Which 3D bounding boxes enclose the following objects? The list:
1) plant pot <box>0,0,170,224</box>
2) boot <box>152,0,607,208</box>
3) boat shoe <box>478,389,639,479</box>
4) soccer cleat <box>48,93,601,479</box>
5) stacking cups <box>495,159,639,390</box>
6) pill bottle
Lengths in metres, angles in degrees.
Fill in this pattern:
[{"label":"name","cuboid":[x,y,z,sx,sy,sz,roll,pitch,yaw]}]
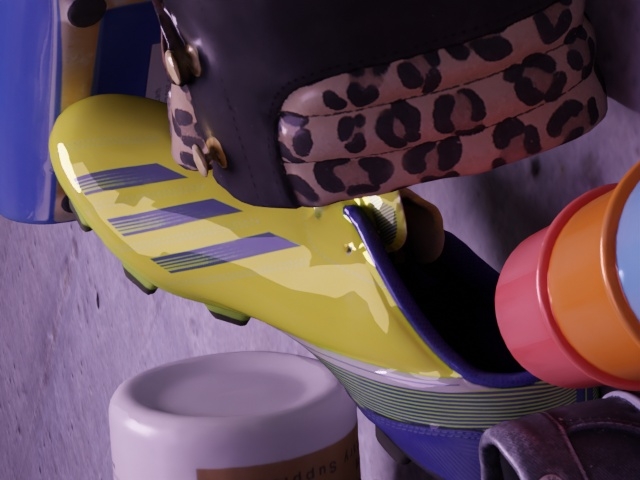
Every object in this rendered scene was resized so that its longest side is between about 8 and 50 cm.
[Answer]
[{"label":"plant pot","cuboid":[-0.095,-0.149,0.923,0.212,0.236,0.236,60,152,34]},{"label":"boot","cuboid":[-0.075,-0.155,0.675,0.138,0.377,0.284,-68,-32,-54]},{"label":"boat shoe","cuboid":[0.119,0.206,0.632,0.108,0.102,0.301,158,103,-71]},{"label":"soccer cleat","cuboid":[0.001,0.000,0.768,0.289,0.093,0.121,35,136,21]},{"label":"stacking cups","cuboid":[0.128,-0.004,0.527,0.316,0.096,0.096,154,107,-71]},{"label":"pill bottle","cuboid":[-0.040,0.185,0.943,0.131,0.131,0.229,-150,54,-67]}]
